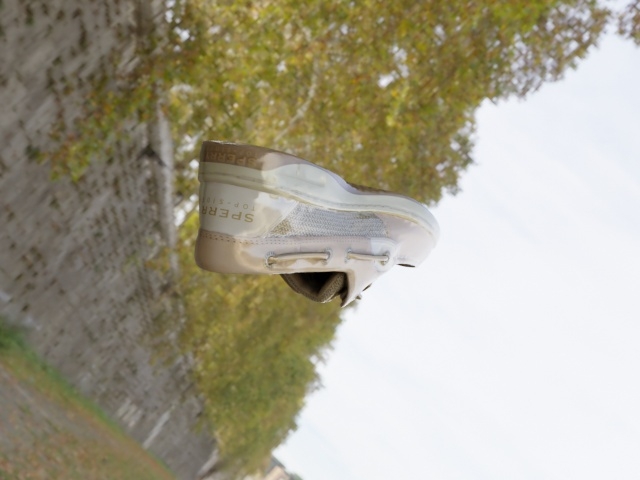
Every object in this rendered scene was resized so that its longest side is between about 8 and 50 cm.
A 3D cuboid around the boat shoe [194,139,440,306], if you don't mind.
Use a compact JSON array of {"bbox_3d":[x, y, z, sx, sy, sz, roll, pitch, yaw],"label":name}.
[{"bbox_3d":[0.000,0.000,0.827,0.122,0.110,0.341,9,-4,34],"label":"boat shoe"}]
